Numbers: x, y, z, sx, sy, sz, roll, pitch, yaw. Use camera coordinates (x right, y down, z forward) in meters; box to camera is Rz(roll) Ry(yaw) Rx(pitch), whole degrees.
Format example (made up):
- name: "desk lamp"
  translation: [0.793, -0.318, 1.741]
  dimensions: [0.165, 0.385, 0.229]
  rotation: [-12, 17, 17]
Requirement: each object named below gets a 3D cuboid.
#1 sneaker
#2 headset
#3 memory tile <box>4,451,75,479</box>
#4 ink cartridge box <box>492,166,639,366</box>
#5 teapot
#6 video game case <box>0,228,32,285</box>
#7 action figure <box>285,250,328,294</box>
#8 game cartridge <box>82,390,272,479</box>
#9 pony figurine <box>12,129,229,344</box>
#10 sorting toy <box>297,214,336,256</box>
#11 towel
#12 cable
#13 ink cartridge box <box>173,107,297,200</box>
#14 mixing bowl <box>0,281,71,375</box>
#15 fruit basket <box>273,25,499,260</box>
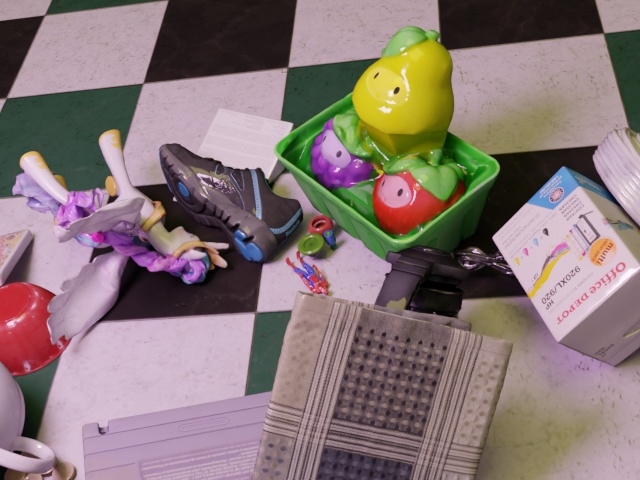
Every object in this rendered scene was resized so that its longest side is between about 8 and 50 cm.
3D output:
- name: "sneaker"
  translation: [-0.180, -0.092, 1.690]
  dimensions: [0.139, 0.125, 0.341]
  rotation: [-39, 63, -24]
- name: "headset"
  translation: [0.186, 0.115, 1.342]
  dimensions: [0.185, 0.244, 0.394]
  rotation: [14, 33, 22]
- name: "memory tile"
  translation: [-0.466, 0.401, 1.376]
  dimensions: [0.113, 0.012, 0.148]
  rotation: [16, 55, 25]
- name: "ink cartridge box"
  translation: [0.418, 0.041, 1.344]
  dimensions: [0.171, 0.168, 0.233]
  rotation: [-48, 41, 25]
- name: "teapot"
  translation: [-0.563, 0.285, 1.396]
  dimensions: [0.252, 0.187, 0.256]
  rotation: [-29, 62, 25]
- name: "video game case"
  translation: [-0.680, 0.053, 1.671]
  dimensions: [0.206, 0.026, 0.227]
  rotation: [-14, 23, 3]
- name: "action figure"
  translation: [-0.020, 0.062, 1.568]
  dimensions: [0.038, 0.030, 0.115]
  rotation: [-29, 50, -20]
- name: "game cartridge"
  translation: [-0.158, 0.324, 1.257]
  dimensions: [0.354, 0.068, 0.230]
  rotation: [-7, 33, -13]
- name: "pony figurine"
  translation: [-0.385, -0.026, 1.574]
  dimensions: [0.363, 0.303, 0.351]
  rotation: [43, 41, 21]
- name: "sorting toy"
  translation: [0.000, 0.000, 1.612]
  dimensions: [0.061, 0.042, 0.102]
  rotation: [3, 49, 26]
- name: "towel"
  translation: [0.078, 0.244, 1.164]
  dimensions: [0.312, 0.324, 0.056]
  rotation: [14, 6, -9]
- name: "cable"
  translation: [0.550, -0.077, 1.417]
  dimensions: [0.089, 0.257, 0.257]
  rotation: [-46, 48, 25]
- name: "ink cartridge box"
  translation: [-0.172, -0.153, 1.797]
  dimensions: [0.189, 0.066, 0.232]
  rotation: [15, 75, 25]
- name: "mixing bowl"
  translation: [-0.546, 0.143, 1.571]
  dimensions: [0.181, 0.098, 0.181]
  rotation: [-6, 48, 7]
- name: "fruit basket"
  translation: [0.119, -0.169, 1.516]
  dimensions: [0.283, 0.392, 0.392]
  rotation: [-37, 51, -20]
